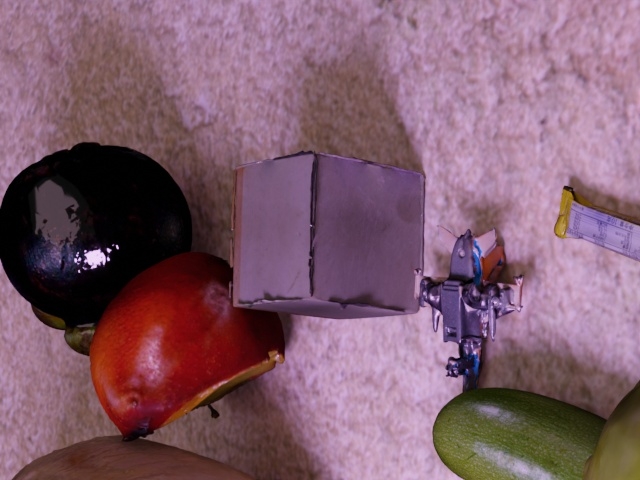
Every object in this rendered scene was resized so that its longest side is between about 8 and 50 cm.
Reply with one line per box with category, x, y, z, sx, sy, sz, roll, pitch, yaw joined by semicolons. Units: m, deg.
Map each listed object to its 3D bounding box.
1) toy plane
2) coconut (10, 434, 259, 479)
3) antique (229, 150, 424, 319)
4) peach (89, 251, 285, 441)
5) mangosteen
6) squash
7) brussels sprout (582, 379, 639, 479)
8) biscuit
toy plane;0.132;0.080;1.810;0.135;0.062;0.188;7;88;47
coconut;-0.196;0.376;1.895;0.404;0.404;0.405;-10;76;46
antique;0.000;0.000;1.904;0.148;0.152;0.147;-6;78;49
peach;-0.138;0.094;1.948;0.158;0.267;0.154;-37;81;22
mangosteen;-0.240;0.009;2.129;0.243;0.243;0.243;-10;76;46
squash;0.233;0.207;1.648;0.395;0.107;0.107;26;102;48
brussels sprout;0.335;0.164;1.368;0.344;0.344;0.268;-19;110;44
biscuit;0.303;0.013;1.663;0.292;0.026;0.048;24;105;47
